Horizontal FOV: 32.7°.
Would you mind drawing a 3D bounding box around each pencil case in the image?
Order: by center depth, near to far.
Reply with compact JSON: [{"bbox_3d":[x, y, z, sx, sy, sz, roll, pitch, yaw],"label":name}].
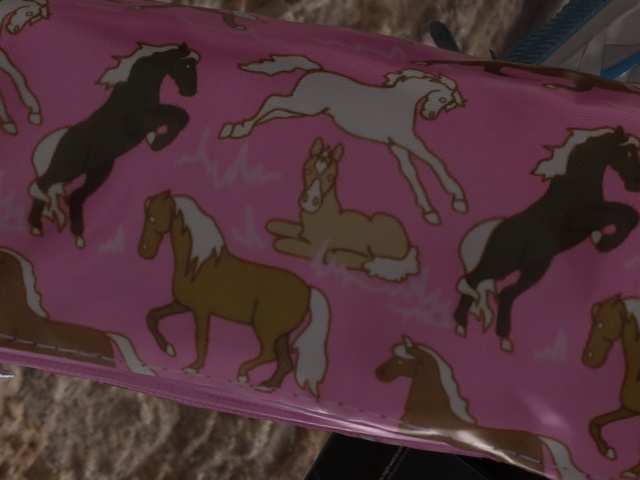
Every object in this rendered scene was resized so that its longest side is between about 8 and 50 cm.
[{"bbox_3d":[0.000,0.000,0.437,0.386,0.167,0.160,10,-160,9],"label":"pencil case"}]

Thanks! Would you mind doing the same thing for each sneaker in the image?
[{"bbox_3d":[0.206,-0.131,0.883,0.228,0.092,0.087,-39,-158,44],"label":"sneaker"}]

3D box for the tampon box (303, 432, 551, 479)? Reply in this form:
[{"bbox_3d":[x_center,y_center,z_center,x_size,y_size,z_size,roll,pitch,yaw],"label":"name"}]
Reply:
[{"bbox_3d":[0.071,0.114,0.544,0.101,0.161,0.120,36,-61,16],"label":"tampon box"}]

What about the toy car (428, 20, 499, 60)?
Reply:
[{"bbox_3d":[0.149,-0.118,1.066,0.149,0.188,0.155,-35,-133,-20],"label":"toy car"}]
